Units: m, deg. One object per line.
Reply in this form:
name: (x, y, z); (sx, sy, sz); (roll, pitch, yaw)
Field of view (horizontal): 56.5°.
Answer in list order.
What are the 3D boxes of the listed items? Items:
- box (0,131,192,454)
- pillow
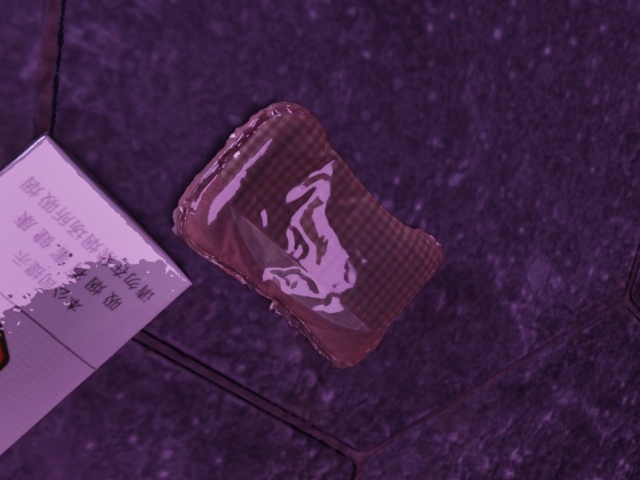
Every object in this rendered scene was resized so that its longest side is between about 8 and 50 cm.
box: (-0.218, 0.061, 0.378); (0.245, 0.035, 0.139); (-42, 117, -8)
pillow: (-0.002, 0.002, 0.457); (0.211, 0.034, 0.135); (41, 88, -26)
